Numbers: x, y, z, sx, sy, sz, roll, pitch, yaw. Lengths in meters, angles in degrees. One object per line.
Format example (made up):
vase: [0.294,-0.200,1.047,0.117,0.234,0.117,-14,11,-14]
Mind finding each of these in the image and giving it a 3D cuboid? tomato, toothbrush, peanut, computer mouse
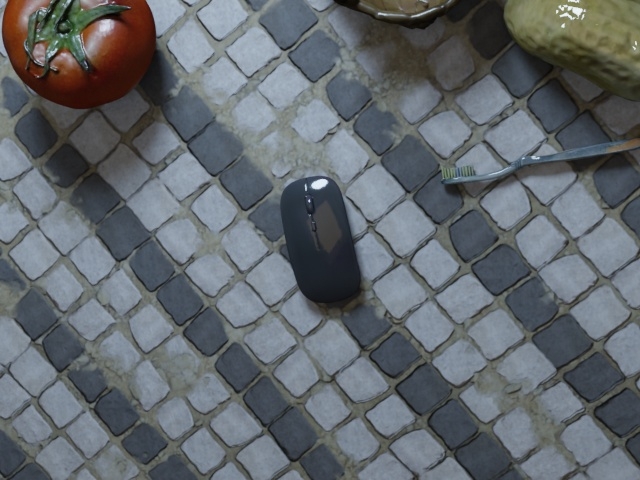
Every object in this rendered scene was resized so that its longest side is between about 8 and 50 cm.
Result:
tomato: [-0.412,-0.353,1.687,0.256,0.224,0.255,1,95,8]
toothbrush: [0.391,-0.139,1.676,0.375,0.028,0.037,-9,90,12]
peanut: [0.457,-0.324,1.556,0.340,0.174,0.158,25,115,2]
computer mouse: [0.000,0.001,1.755,0.120,0.057,0.232,-10,98,11]

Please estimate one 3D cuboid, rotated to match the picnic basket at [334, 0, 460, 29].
picnic basket: [0.104,-0.495,1.523,0.337,0.337,0.293,35,106,3]
